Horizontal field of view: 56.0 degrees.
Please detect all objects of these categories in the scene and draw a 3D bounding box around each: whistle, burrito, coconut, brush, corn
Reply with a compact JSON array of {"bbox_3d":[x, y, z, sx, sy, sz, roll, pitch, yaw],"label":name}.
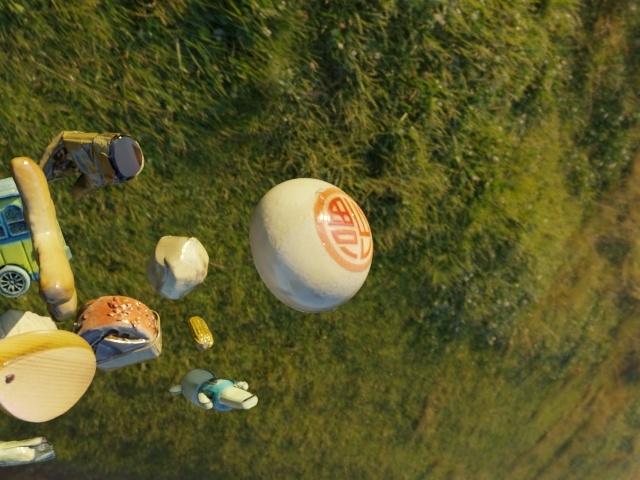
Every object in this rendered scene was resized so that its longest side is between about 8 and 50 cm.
[{"bbox_3d":[-0.213,0.315,1.241,0.114,0.236,0.077,-17,103,-43],"label":"whistle"},{"bbox_3d":[-0.779,0.495,1.392,0.309,0.066,0.096,5,161,-24],"label":"burrito"},{"bbox_3d":[-0.472,0.080,2.006,0.224,0.224,0.224,-21,136,-21],"label":"coconut"},{"bbox_3d":[-0.551,0.217,1.098,0.174,0.166,0.266,-57,159,-9],"label":"brush"},{"bbox_3d":[-0.424,0.326,2.120,0.068,0.207,0.068,-7,109,-20],"label":"corn"}]

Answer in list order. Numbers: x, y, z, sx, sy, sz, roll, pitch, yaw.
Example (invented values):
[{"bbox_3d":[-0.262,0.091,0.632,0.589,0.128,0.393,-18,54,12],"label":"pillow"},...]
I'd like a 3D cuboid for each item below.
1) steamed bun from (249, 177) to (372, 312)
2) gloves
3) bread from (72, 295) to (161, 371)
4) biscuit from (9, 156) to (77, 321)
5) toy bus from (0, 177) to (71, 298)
[{"bbox_3d":[0.000,0.000,1.222,0.177,0.283,0.283,-24,151,36],"label":"steamed bun"},{"bbox_3d":[-0.552,-0.174,1.376,0.154,0.331,0.141,4,81,-62],"label":"gloves"},{"bbox_3d":[-0.523,0.234,1.537,0.224,0.142,0.212,-18,136,4],"label":"bread"},{"bbox_3d":[-0.390,0.004,0.856,0.047,0.207,0.164,-14,166,-25],"label":"biscuit"},{"bbox_3d":[-0.619,0.011,1.037,0.312,0.152,0.190,-14,108,-6],"label":"toy bus"}]
